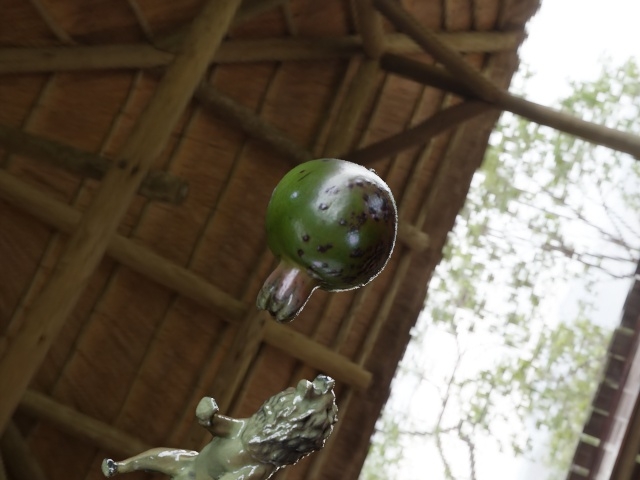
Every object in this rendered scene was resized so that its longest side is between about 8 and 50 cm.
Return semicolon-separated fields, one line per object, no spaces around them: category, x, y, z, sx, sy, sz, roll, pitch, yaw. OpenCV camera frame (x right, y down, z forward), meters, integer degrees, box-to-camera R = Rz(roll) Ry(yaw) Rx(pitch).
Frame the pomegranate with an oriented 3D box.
pomegranate;0.002;-0.002;0.493;0.084;0.073;0.073;-61;-17;-45

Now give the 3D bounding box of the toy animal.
toy animal;-0.086;0.158;0.687;0.086;0.220;0.069;54;-165;-67
